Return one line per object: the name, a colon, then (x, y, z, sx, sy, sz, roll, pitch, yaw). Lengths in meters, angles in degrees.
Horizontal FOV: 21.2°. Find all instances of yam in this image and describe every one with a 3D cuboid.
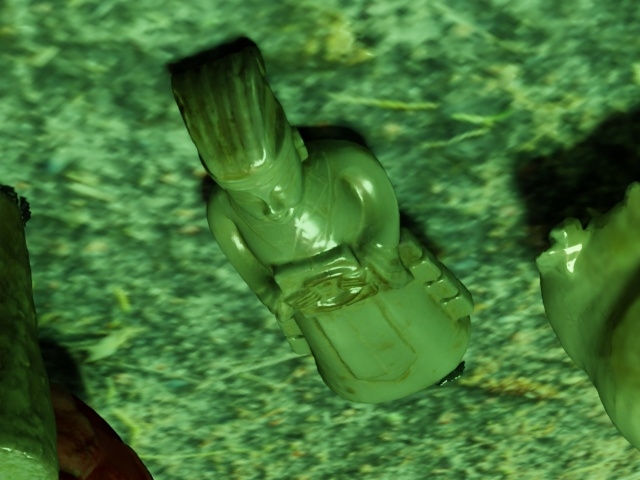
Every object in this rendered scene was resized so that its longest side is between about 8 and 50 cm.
yam: (-0.141, 0.043, 0.637, 0.084, 0.127, 0.084, -8, 144, -6)

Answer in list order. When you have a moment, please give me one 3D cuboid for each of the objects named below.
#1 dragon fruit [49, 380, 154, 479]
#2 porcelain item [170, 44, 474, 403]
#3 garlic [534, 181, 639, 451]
dragon fruit: (-0.154, 0.135, 0.738, 0.172, 0.172, 0.209, -3, 177, -16)
porcelain item: (0.000, 0.000, 0.687, 0.084, 0.054, 0.213, -21, 146, 10)
garlic: (0.243, 0.020, 0.687, 0.281, 0.185, 0.203, -38, 160, 33)
